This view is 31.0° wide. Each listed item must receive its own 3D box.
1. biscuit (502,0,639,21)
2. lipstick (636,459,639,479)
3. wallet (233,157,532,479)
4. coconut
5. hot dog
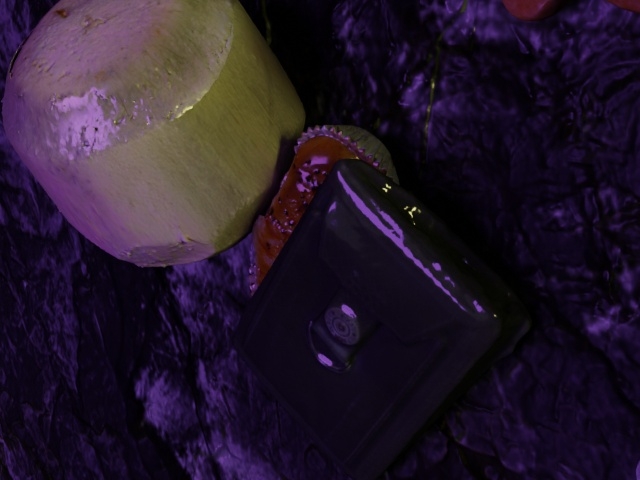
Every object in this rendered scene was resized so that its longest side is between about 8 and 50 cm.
[{"bbox_3d":[0.151,-0.202,0.651,0.250,0.036,0.165,31,120,43],"label":"biscuit"},{"bbox_3d":[0.247,0.057,0.550,0.059,0.059,0.264,58,137,28],"label":"lipstick"},{"bbox_3d":[0.026,0.070,0.820,0.168,0.052,0.245,43,136,10],"label":"wallet"},{"bbox_3d":[-0.122,-0.082,0.898,0.224,0.224,0.234,42,163,41],"label":"coconut"},{"bbox_3d":[0.000,0.000,0.858,0.099,0.053,0.192,34,127,10],"label":"hot dog"}]
